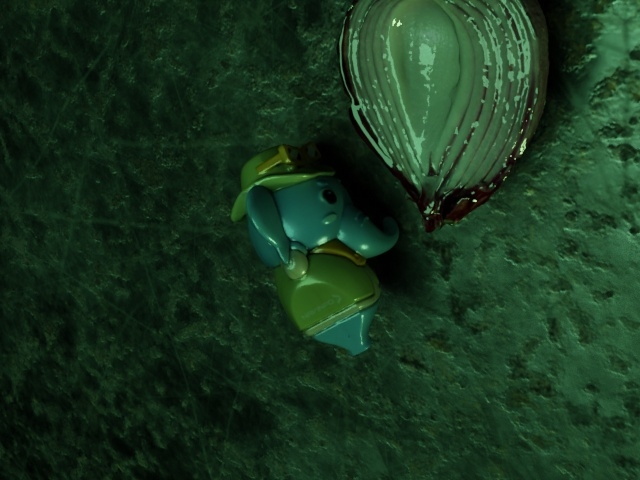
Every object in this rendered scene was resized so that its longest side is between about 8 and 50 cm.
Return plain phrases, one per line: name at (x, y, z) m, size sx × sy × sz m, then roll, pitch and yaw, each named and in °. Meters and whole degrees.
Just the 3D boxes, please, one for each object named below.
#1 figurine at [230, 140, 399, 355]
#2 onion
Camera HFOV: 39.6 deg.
figurine at (-0.003, 0.002, 1.093) m, size 0.154 × 0.180 × 0.262 m, roll -21°, pitch 107°, yaw 53°
onion at (0.137, -0.150, 0.944) m, size 0.227 × 0.120 × 0.284 m, roll 15°, pitch 114°, yaw 33°
